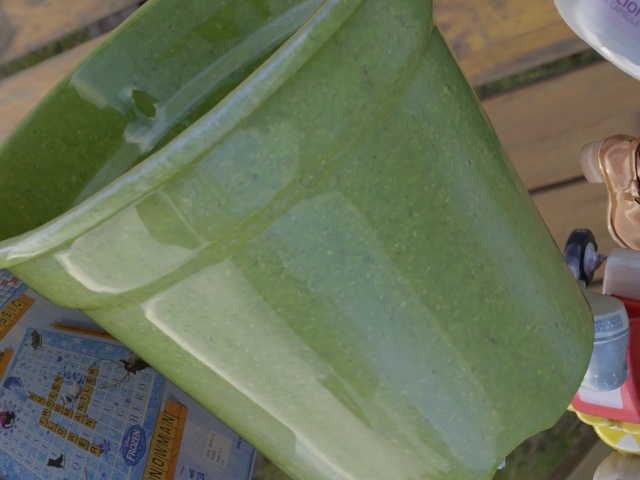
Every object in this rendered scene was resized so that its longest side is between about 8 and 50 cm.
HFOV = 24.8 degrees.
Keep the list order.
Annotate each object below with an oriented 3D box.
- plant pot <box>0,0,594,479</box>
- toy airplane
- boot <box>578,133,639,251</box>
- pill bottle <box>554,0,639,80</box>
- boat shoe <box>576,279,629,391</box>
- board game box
[{"bbox_3d":[0.000,0.000,0.745,0.276,0.276,0.254,-19,119,41],"label":"plant pot"},{"bbox_3d":[0.346,0.170,1.511,0.384,0.272,0.386,18,167,-16],"label":"toy airplane"},{"bbox_3d":[0.406,-0.044,1.758,0.197,0.073,0.152,49,162,-18],"label":"boot"},{"bbox_3d":[0.284,-0.241,0.898,0.169,0.169,0.301,37,118,15],"label":"pill bottle"},{"bbox_3d":[0.206,0.083,1.249,0.079,0.227,0.081,-8,97,-6],"label":"boat shoe"},{"bbox_3d":[-0.196,0.108,0.888,0.318,0.318,0.066,27,110,-6],"label":"board game box"}]
